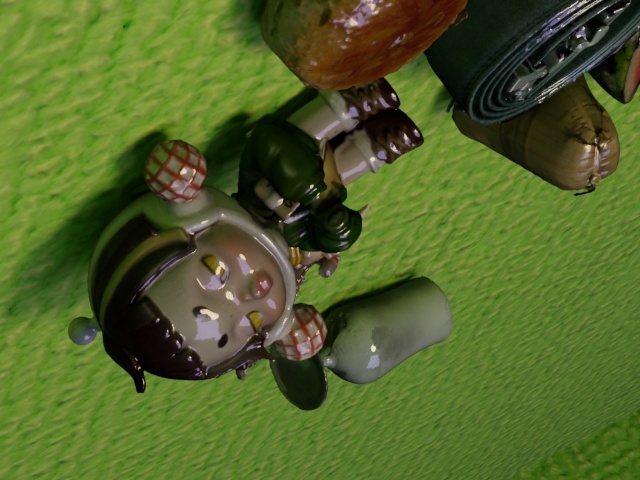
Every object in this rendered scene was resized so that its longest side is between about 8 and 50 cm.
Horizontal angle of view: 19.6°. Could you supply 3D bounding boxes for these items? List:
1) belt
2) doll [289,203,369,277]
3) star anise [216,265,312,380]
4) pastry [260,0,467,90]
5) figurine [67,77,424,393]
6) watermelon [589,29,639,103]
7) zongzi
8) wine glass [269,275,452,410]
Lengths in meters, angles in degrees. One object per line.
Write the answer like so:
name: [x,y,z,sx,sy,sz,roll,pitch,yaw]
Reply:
belt: [0.217,-0.223,1.727,0.267,0.116,0.206,-39,163,19]
doll: [0.000,0.000,1.933,0.127,0.084,0.073,-19,157,-19]
star anise: [-0.078,0.082,2.034,0.182,0.065,0.195,-48,153,21]
pastry: [0.045,-0.201,1.535,0.192,0.093,0.182,-39,162,9]
figurine: [-0.069,-0.011,1.704,0.370,0.167,0.281,-42,127,-8]
watermelon: [0.347,-0.217,2.044,0.119,0.063,0.245,-47,160,-6]
zongzi: [0.257,-0.139,1.898,0.197,0.194,0.099,-26,136,-32]
wine glass: [0.054,0.121,2.275,0.231,0.103,0.103,-24,158,-39]
